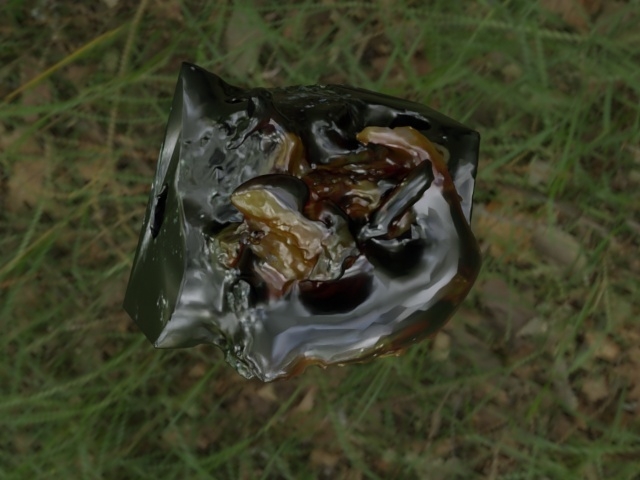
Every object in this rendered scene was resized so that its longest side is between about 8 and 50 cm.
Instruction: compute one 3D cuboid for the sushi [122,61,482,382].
[{"bbox_3d":[0.001,0.000,1.062,0.227,0.212,0.215,8,107,-28],"label":"sushi"}]
